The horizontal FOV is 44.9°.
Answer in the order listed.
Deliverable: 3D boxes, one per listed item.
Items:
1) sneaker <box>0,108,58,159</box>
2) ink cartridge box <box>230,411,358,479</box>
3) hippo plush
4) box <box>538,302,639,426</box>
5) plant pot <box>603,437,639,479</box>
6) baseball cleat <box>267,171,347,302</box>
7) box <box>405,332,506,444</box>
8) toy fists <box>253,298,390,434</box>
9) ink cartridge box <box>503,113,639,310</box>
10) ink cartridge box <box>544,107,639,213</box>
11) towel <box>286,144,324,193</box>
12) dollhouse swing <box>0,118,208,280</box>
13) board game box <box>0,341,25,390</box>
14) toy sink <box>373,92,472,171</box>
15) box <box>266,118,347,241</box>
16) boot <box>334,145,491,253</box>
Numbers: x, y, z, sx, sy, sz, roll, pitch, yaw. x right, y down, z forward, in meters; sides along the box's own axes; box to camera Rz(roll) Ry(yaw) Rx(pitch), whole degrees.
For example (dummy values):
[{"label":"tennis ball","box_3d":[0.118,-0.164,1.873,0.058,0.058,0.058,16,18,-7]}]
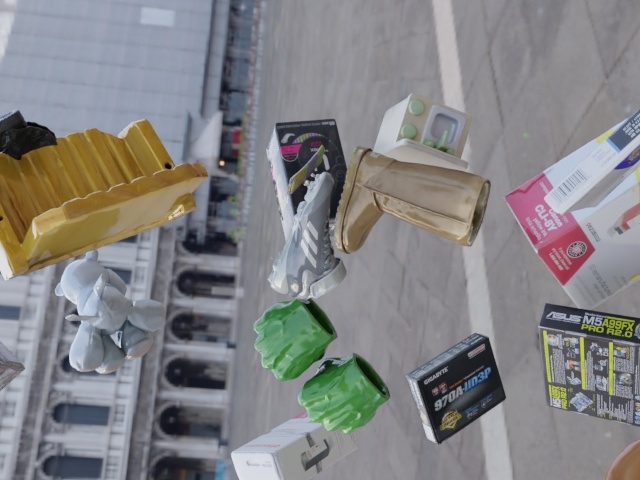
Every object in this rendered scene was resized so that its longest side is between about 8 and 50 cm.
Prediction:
[{"label":"sneaker","box_3d":[-0.579,-0.177,1.418,0.089,0.170,0.051,64,172,-33]},{"label":"ink cartridge box","box_3d":[-0.054,0.442,1.629,0.158,0.217,0.092,-17,90,48]},{"label":"hippo plush","box_3d":[-0.555,0.167,1.873,0.234,0.236,0.294,-52,-36,-2]},{"label":"box","box_3d":[0.527,0.238,1.443,0.060,0.216,0.270,-60,-35,-35]},{"label":"plant pot","box_3d":[0.659,0.486,1.412,0.291,0.203,0.291,-41,8,7]},{"label":"baseball cleat","box_3d":[0.000,0.000,1.103,0.072,0.109,0.206,-70,5,-56]},{"label":"box","box_3d":[0.318,0.343,1.801,0.051,0.220,0.175,12,124,61]},{"label":"toy fists","box_3d":[-0.006,0.230,1.419,0.142,0.279,0.096,-39,6,14]},{"label":"ink cartridge box","box_3d":[0.595,-0.068,1.482,0.279,0.384,0.160,42,-159,-41]},{"label":"ink cartridge box","box_3d":[0.470,-0.128,1.228,0.045,0.208,0.206,51,119,19]},{"label":"towel","box_3d":[-0.024,-0.112,1.240,0.083,0.009,0.060,-48,-8,-20]},{"label":"dollhouse swing","box_3d":[-0.412,-0.124,1.348,0.315,0.346,0.305,58,149,16]},{"label":"board game box","box_3d":[-0.685,0.188,1.371,0.141,0.232,0.291,-44,-3,-14]},{"label":"toy sink","box_3d":[0.228,-0.227,1.683,0.234,0.152,0.131,173,115,-78]},{"label":"box","box_3d":[-0.026,-0.151,1.944,0.143,0.165,0.271,124,135,-66]},{"label":"boot","box_3d":[0.166,-0.043,1.472,0.089,0.269,0.236,-32,-44,-52]}]
